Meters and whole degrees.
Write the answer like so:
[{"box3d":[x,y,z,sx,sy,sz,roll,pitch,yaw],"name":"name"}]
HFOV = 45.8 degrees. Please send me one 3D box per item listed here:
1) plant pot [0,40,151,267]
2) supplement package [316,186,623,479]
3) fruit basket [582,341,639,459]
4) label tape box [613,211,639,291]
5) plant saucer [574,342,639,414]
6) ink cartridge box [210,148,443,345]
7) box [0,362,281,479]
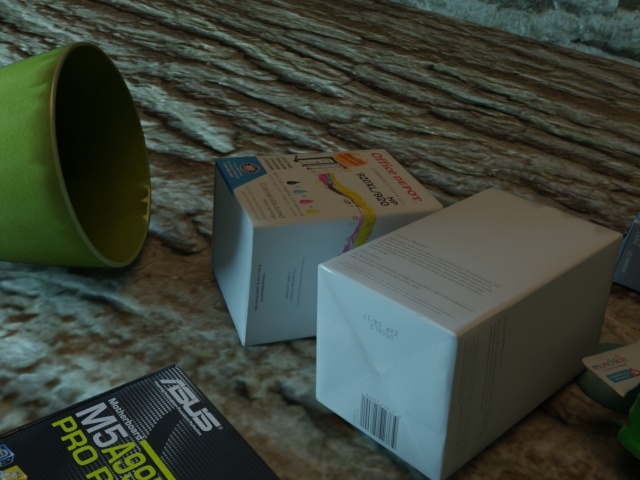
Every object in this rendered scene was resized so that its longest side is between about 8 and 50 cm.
[{"box3d":[-0.400,-0.085,0.939,0.294,0.274,0.274,-7,31,7],"name":"plant pot"},{"box3d":[0.160,0.082,0.809,0.293,0.175,0.178,-23,35,-37],"name":"supplement package"},{"box3d":[0.486,0.199,0.764,0.353,0.165,0.327,2,29,-38],"name":"fruit basket"},{"box3d":[0.620,0.033,1.053,0.348,0.115,0.249,27,38,25],"name":"label tape box"},{"box3d":[0.356,0.156,0.889,0.119,0.021,0.119,5,32,-3],"name":"plant saucer"},{"box3d":[0.000,0.000,0.929,0.233,0.168,0.171,-6,33,-21],"name":"ink cartridge box"},{"box3d":[-0.147,0.235,0.631,0.216,0.060,0.270,-19,41,-34],"name":"box"}]
